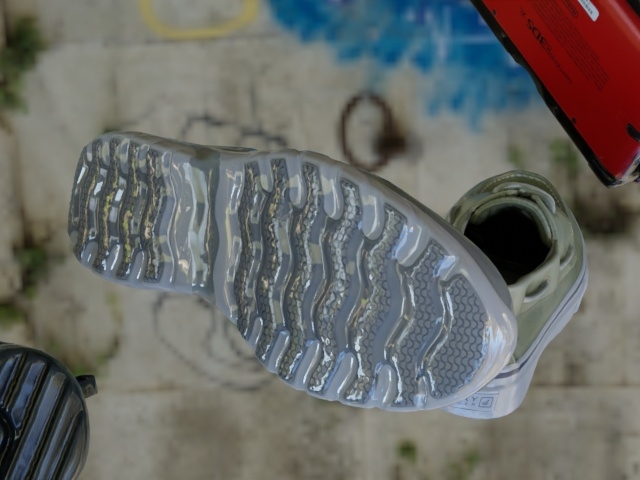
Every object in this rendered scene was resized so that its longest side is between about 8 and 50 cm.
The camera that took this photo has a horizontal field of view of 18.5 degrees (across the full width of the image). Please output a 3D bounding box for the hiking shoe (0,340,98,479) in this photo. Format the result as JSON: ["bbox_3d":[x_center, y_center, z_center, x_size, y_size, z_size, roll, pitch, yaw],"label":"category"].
[{"bbox_3d":[-0.265,0.105,0.981,0.304,0.113,0.132,-1,-179,-5],"label":"hiking shoe"}]

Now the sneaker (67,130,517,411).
[{"bbox_3d":[0.000,0.000,0.946,0.115,0.105,0.281,0,-162,-42],"label":"sneaker"}]

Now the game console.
[{"bbox_3d":[0.139,-0.102,0.957,0.085,0.124,0.144,-20,-116,-30],"label":"game console"}]

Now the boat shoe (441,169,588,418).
[{"bbox_3d":[0.128,0.012,1.301,0.109,0.094,0.302,17,-154,4],"label":"boat shoe"}]
